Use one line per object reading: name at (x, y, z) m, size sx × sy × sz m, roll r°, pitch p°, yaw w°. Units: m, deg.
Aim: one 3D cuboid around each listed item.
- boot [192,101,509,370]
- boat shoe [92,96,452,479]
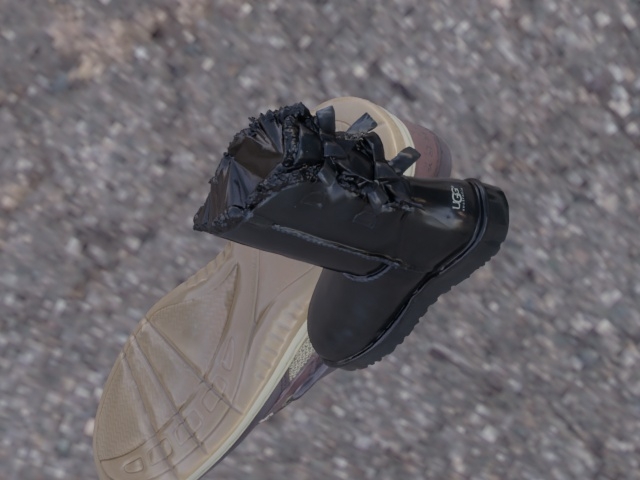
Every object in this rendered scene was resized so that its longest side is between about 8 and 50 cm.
boot at (0.000, 0.001, 0.714) m, size 0.121 × 0.099 × 0.045 m, roll -42°, pitch 41°, yaw 44°
boat shoe at (-0.024, 0.045, 1.082) m, size 0.285 × 0.092 × 0.103 m, roll -55°, pitch 51°, yaw 21°
